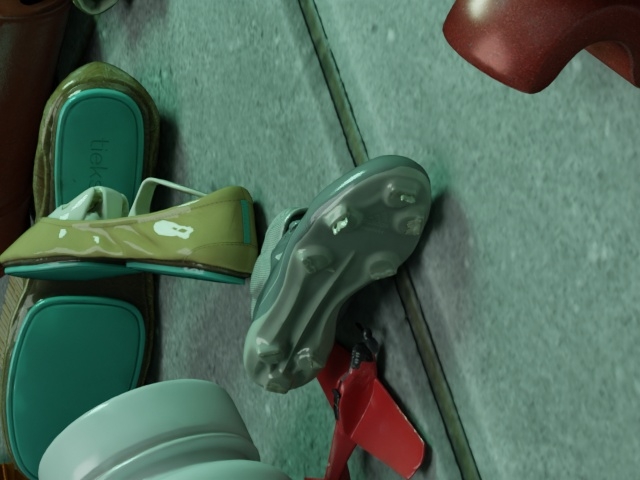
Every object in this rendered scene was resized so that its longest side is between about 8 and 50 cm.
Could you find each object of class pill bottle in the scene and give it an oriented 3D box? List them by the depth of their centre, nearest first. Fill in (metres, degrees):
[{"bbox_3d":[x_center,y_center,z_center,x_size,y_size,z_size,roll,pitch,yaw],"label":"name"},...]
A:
[{"bbox_3d":[-0.060,0.235,1.157,0.283,0.160,0.160,62,145,30],"label":"pill bottle"}]

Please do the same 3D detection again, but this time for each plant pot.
[{"bbox_3d":[-0.343,-0.140,1.649,0.265,0.272,0.272,-64,37,31],"label":"plant pot"}]

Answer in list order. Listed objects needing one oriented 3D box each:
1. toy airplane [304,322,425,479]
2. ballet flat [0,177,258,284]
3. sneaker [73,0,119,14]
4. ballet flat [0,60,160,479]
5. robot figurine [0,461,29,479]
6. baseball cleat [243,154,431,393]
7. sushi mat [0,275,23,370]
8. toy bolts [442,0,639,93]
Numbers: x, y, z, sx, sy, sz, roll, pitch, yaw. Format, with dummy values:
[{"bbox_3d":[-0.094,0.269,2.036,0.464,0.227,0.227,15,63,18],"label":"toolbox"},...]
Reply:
[{"bbox_3d":[0.016,0.121,1.171,0.151,0.028,0.151,178,90,-66],"label":"toy airplane"},{"bbox_3d":[-0.134,-0.007,1.364,0.232,0.080,0.073,0,82,36],"label":"ballet flat"},{"bbox_3d":[-0.187,-0.219,1.507,0.192,0.064,0.086,-4,84,61],"label":"sneaker"},{"bbox_3d":[-0.186,0.021,1.507,0.124,0.116,0.342,-106,21,-71],"label":"ballet flat"},{"bbox_3d":[-0.359,0.306,1.905,0.291,0.085,0.211,-23,72,62],"label":"robot figurine"},{"bbox_3d":[0.000,0.000,1.143,0.206,0.072,0.109,-54,29,40],"label":"baseball cleat"},{"bbox_3d":[-0.237,0.125,1.707,0.316,0.019,0.151,-129,42,-50],"label":"sushi mat"},{"bbox_3d":[0.064,-0.184,0.868,0.228,0.218,0.158,39,123,34],"label":"toy bolts"}]
